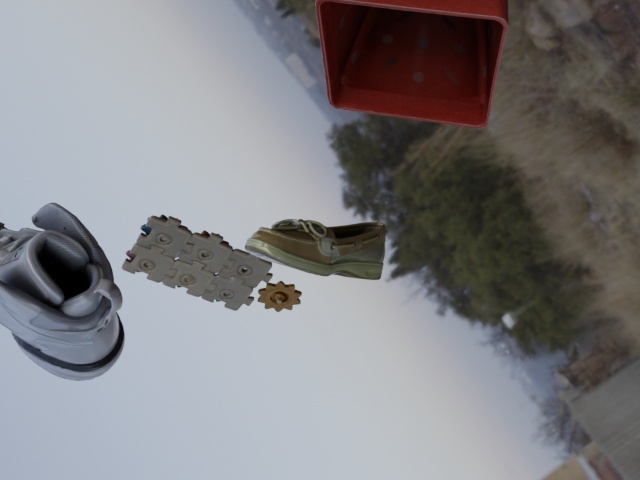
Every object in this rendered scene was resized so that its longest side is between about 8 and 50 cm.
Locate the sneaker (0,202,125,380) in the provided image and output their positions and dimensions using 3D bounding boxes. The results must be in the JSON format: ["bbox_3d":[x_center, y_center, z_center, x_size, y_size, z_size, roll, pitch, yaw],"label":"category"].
[{"bbox_3d":[-0.383,0.015,0.889,0.365,0.137,0.210,33,146,-2],"label":"sneaker"}]

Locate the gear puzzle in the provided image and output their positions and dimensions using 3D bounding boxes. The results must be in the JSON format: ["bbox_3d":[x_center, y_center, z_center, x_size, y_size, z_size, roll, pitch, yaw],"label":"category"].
[{"bbox_3d":[-0.181,0.049,1.408,0.338,0.175,0.044,23,-138,-20],"label":"gear puzzle"}]

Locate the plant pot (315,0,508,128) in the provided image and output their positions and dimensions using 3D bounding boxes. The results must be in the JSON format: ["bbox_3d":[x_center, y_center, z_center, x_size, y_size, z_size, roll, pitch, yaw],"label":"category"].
[{"bbox_3d":[0.156,-0.362,1.191,0.267,0.267,0.236,79,-158,-64],"label":"plant pot"}]

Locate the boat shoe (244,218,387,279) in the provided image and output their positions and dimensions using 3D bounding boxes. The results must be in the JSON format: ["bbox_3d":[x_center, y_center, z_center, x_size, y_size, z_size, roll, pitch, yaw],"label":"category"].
[{"bbox_3d":[0.002,0.000,0.586,0.056,0.048,0.153,16,-176,40],"label":"boat shoe"}]
